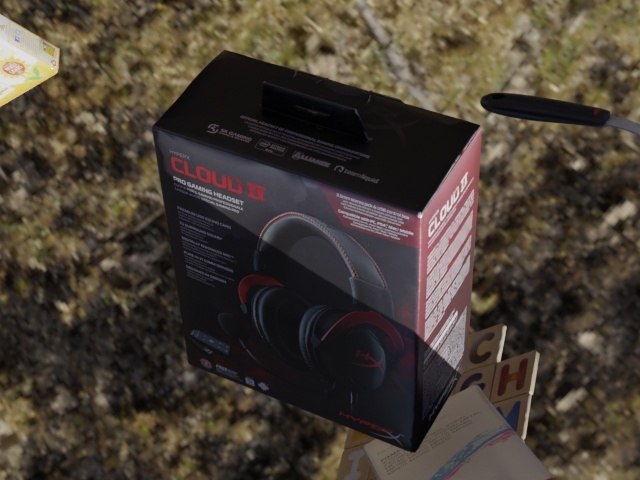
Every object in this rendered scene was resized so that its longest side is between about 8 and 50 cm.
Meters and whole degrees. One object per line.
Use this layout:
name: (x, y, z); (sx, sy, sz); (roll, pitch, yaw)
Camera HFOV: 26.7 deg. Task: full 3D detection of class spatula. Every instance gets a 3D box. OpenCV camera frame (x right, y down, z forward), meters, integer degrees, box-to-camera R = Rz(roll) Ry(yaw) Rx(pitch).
spatula: (0.294, -0.102, 1.278); (0.084, 0.296, 0.030); (-52, 154, -49)

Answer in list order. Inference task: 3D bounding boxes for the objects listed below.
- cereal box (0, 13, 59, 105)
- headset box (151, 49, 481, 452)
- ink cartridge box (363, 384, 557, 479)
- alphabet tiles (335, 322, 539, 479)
cereal box: (-0.492, -0.258, 1.784); (0.173, 0.047, 0.240); (-22, 145, 33)
headset box: (0.000, 0.000, 1.028); (0.110, 0.218, 0.293); (-53, 154, -39)
ink cartridge box: (0.159, 0.279, 1.107); (0.131, 0.306, 0.226); (-29, 105, 0)
alphabet tiles: (0.114, 0.252, 1.501); (0.011, 0.343, 0.285); (40, 137, -26)
